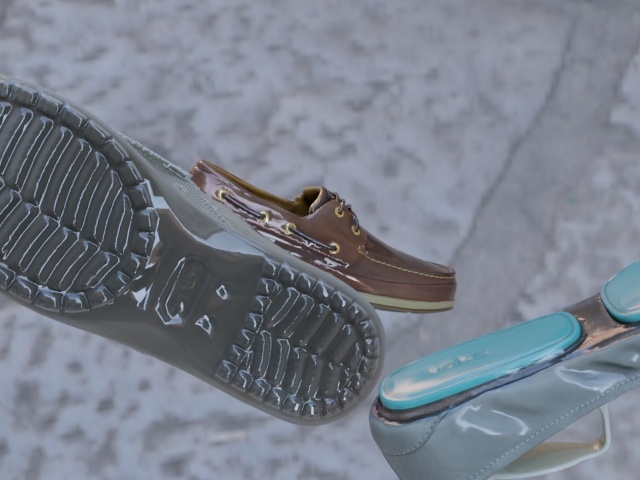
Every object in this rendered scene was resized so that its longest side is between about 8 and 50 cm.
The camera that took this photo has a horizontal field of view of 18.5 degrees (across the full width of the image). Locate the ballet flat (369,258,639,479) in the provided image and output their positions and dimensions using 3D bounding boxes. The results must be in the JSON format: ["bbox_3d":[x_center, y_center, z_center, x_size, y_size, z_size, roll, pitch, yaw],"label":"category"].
[{"bbox_3d":[0.125,0.051,0.835,0.213,0.068,0.072,-25,17,7],"label":"ballet flat"}]

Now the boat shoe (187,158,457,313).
[{"bbox_3d":[0.000,0.000,1.127,0.178,0.060,0.064,15,6,-13],"label":"boat shoe"}]

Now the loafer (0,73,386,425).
[{"bbox_3d":[-0.093,0.009,0.995,0.268,0.092,0.102,33,87,-2],"label":"loafer"}]
